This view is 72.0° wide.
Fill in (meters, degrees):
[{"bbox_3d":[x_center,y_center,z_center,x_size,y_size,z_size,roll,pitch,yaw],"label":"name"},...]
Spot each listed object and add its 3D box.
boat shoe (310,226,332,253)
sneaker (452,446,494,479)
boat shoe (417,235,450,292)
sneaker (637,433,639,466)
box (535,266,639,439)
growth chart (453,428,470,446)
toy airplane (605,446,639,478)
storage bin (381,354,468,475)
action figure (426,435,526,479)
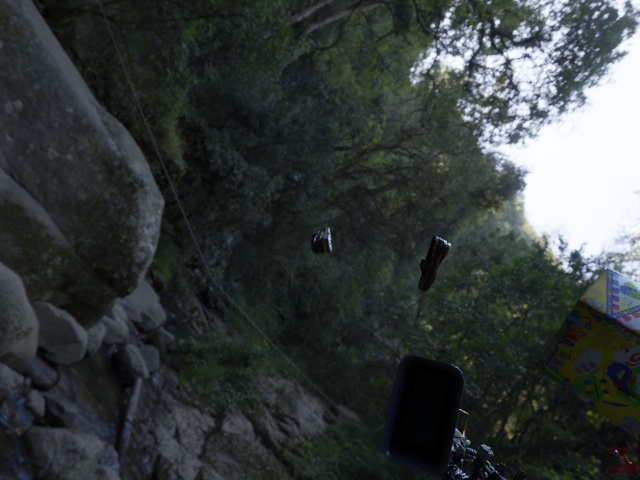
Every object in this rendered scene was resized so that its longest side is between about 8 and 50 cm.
[{"bbox_3d":[0.000,0.001,1.534,0.223,0.073,0.080,-91,175,-80],"label":"boat shoe"},{"bbox_3d":[0.436,0.724,1.420,0.275,0.107,0.110,10,-44,42],"label":"sneaker"},{"bbox_3d":[0.395,0.084,1.598,0.073,0.207,0.073,28,-12,-9],"label":"boat shoe"},{"bbox_3d":[0.591,0.431,0.741,0.083,0.221,0.087,32,-27,-36],"label":"sneaker"},{"bbox_3d":[0.754,0.280,1.099,0.279,0.177,0.290,39,-37,32],"label":"box"},{"bbox_3d":[0.361,0.674,1.505,0.172,0.237,0.021,51,27,-12],"label":"growth chart"},{"bbox_3d":[0.937,0.680,1.346,0.151,0.028,0.151,12,-52,16],"label":"toy airplane"},{"bbox_3d":[0.146,0.231,0.597,0.098,0.135,0.091,12,-13,17],"label":"storage bin"},{"bbox_3d":[0.404,0.612,1.199,0.275,0.141,0.164,21,-11,-16],"label":"action figure"}]
